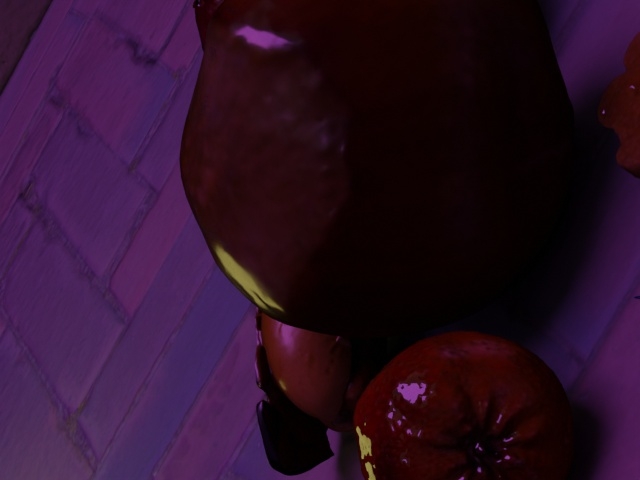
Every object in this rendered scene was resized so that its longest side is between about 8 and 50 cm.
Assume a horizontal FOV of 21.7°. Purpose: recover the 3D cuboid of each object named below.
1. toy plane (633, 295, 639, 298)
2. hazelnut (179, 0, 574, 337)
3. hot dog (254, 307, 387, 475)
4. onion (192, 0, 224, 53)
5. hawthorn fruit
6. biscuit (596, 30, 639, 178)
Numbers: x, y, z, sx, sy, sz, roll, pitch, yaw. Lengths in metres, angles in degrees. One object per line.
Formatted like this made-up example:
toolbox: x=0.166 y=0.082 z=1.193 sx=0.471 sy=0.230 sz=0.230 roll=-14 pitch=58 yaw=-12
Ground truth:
toy plane: x=0.289 y=0.036 z=1.324 sx=0.084 sy=0.024 sz=0.078 roll=-29 pitch=40 yaw=40
hazelnut: x=0.048 y=-0.094 z=1.497 sx=0.366 sy=0.366 sz=0.366 roll=-44 pitch=31 yaw=35
hot dog: x=0.001 y=0.059 z=1.649 sx=0.107 sy=0.194 sz=0.326 roll=-16 pitch=81 yaw=25
onion: x=0.061 y=-0.270 z=1.797 sx=0.348 sy=0.348 sz=0.385 roll=-42 pitch=-6 yaw=37
hawthorn fruit: x=0.113 y=0.162 z=1.384 sx=0.200 sy=0.179 sz=0.179 roll=147 pitch=147 yaw=-82
biscuit: x=0.331 y=-0.118 z=1.374 sx=0.202 sy=0.044 sz=0.288 roll=-64 pitch=24 yaw=-5
